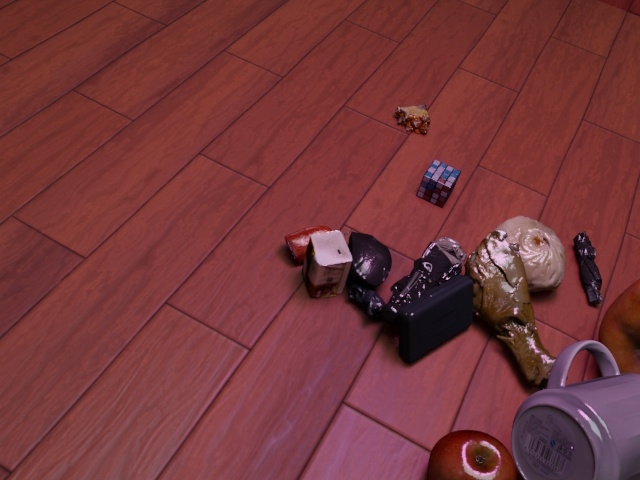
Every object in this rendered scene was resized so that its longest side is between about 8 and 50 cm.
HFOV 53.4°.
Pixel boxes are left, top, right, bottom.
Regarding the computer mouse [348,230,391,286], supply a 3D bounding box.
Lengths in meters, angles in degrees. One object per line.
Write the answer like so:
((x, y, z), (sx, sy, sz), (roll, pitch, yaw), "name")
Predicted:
((0.131, 0.040, 1.695), (0.122, 0.073, 0.217), (27, 24, -11), "computer mouse")

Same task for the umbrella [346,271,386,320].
((0.098, 0.116, 1.678), (0.071, 0.080, 0.224), (-35, 53, 7), "umbrella")

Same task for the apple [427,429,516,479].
((0.316, 0.482, 1.337), (0.181, 0.168, 0.180), (1, 47, -1), "apple")

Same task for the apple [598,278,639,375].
((0.874, 0.243, 1.509), (0.347, 0.391, 0.391), (-10, 52, -20), "apple")

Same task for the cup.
((0.573, 0.376, 1.351), (0.327, 0.237, 0.322), (1, 70, -36), "cup")

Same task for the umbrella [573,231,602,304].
((0.777, 0.083, 1.839), (0.066, 0.059, 0.235), (38, 41, -36), "umbrella")

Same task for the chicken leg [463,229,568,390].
((0.495, 0.190, 1.624), (0.153, 0.201, 0.429), (22, 41, -56), "chicken leg")

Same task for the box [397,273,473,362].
((0.289, 0.193, 1.588), (0.230, 0.160, 0.050), (-25, 36, -28), "box")

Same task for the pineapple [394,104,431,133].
((0.324, -0.427, 2.179), (0.137, 0.069, 0.116), (32, 52, 18), "pineapple")

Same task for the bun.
((0.588, 0.027, 1.791), (0.244, 0.153, 0.243), (9, 48, -10), "bun")

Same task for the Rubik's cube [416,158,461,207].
((0.362, -0.175, 1.954), (0.092, 0.092, 0.092), (28, 51, 13), "Rubik's cube")

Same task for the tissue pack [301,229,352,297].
((0.013, 0.063, 1.646), (0.099, 0.148, 0.106), (-8, 52, -18), "tissue pack")

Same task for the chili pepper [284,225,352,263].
((0.000, 0.000, 1.741), (0.192, 0.086, 0.084), (-18, 26, -13), "chili pepper")

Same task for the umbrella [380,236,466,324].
((0.274, 0.102, 1.663), (0.113, 0.106, 0.358), (40, 46, 13), "umbrella")
